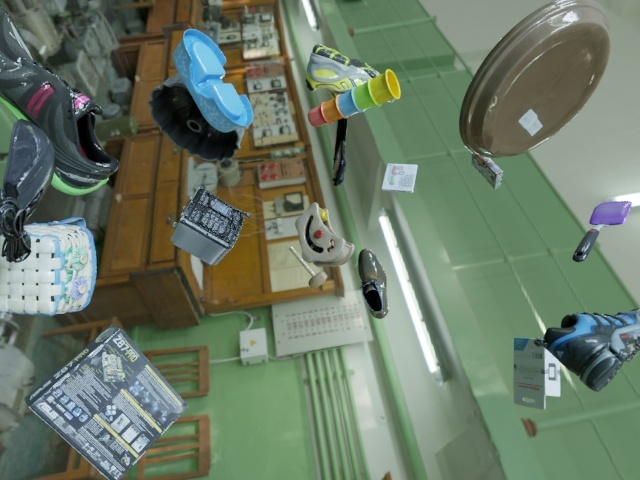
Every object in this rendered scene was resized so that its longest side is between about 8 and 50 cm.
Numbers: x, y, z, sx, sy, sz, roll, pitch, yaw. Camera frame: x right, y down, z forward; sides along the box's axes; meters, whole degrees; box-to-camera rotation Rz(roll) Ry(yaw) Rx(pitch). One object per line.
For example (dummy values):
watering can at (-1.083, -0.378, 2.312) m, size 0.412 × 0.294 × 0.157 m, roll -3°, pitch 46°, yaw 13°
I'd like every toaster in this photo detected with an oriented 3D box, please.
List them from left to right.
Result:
toaster at (-0.314, -0.040, 1.280) m, size 0.110 × 0.185 × 0.168 m, roll -44°, pitch -157°, yaw 36°

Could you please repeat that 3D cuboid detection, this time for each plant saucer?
plant saucer at (0.354, -0.243, 0.725) m, size 0.278 × 0.277 × 0.041 m, roll 86°, pitch -21°, yaw -52°

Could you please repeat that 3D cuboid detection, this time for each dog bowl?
dog bowl at (-0.308, -0.442, 1.269) m, size 0.297 × 0.074 × 0.166 m, roll 60°, pitch 29°, yaw -7°

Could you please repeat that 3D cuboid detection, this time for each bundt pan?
bundt pan at (-0.398, -0.424, 1.505) m, size 0.331 × 0.330 × 0.124 m, roll 87°, pitch 22°, yaw -56°

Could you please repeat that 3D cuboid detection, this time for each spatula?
spatula at (0.672, -0.025, 1.085) m, size 0.084 × 0.296 × 0.030 m, roll 1°, pitch -63°, yaw 49°

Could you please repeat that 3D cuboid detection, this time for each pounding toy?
pounding toy at (0.000, 0.000, 1.405) m, size 0.154 × 0.154 × 0.270 m, roll 27°, pitch 42°, yaw -55°

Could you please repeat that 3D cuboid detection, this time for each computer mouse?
computer mouse at (-0.547, -0.107, 0.845) m, size 0.188 × 0.072 × 0.273 m, roll -47°, pitch -134°, yaw 51°

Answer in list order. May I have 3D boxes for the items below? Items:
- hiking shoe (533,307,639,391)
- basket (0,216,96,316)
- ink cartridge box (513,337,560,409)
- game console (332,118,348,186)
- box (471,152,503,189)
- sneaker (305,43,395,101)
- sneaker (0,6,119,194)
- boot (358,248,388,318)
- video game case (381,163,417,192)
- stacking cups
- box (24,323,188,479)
hiking shoe at (0.560, 0.178, 0.888) m, size 0.132 × 0.303 × 0.113 m, roll 39°, pitch -54°, yaw 39°
basket at (-0.675, 0.075, 1.139) m, size 0.289 × 0.200 × 0.255 m, roll -146°, pitch -120°, yaw -78°
ink cartridge box at (0.586, 0.360, 1.214) m, size 0.104 × 0.060 × 0.180 m, roll -18°, pitch -117°, yaw 63°
game console at (0.070, -0.329, 1.604) m, size 0.361 × 0.043 × 0.213 m, roll -87°, pitch -179°, yaw -55°
box at (0.575, -0.252, 1.547) m, size 0.137 × 0.027 × 0.094 m, roll 59°, pitch 2°, yaw 29°
sneaker at (0.109, -0.564, 1.600) m, size 0.147 × 0.384 × 0.145 m, roll -59°, pitch -143°, yaw 28°
sneaker at (-0.678, -0.355, 1.134) m, size 0.185 × 0.202 × 0.483 m, roll -98°, pitch 168°, yaw -59°
boot at (0.157, 0.122, 1.321) m, size 0.106 × 0.082 × 0.219 m, roll 45°, pitch 30°, yaw -75°
video game case at (0.370, -0.293, 2.086) m, size 0.019 × 0.143 × 0.157 m, roll 68°, pitch 33°, yaw -55°
stacking cups at (0.095, -0.446, 1.445) m, size 0.096 × 0.316 × 0.096 m, roll 28°, pitch 56°, yaw -51°
box at (-0.665, 0.522, 1.436) m, size 0.097 × 0.318 × 0.395 m, roll 4°, pitch -50°, yaw 48°
